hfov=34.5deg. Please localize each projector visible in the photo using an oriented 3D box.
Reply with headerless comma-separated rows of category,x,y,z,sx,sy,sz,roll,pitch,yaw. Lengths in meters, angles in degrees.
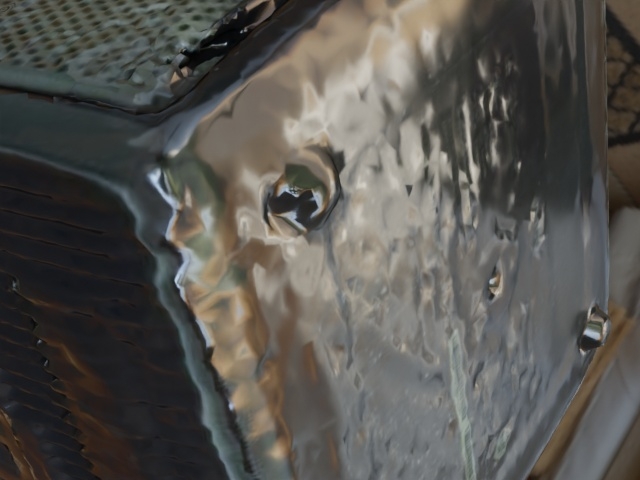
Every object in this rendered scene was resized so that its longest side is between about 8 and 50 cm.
projector,0.000,0.000,0.592,0.242,0.405,0.395,14,132,31
